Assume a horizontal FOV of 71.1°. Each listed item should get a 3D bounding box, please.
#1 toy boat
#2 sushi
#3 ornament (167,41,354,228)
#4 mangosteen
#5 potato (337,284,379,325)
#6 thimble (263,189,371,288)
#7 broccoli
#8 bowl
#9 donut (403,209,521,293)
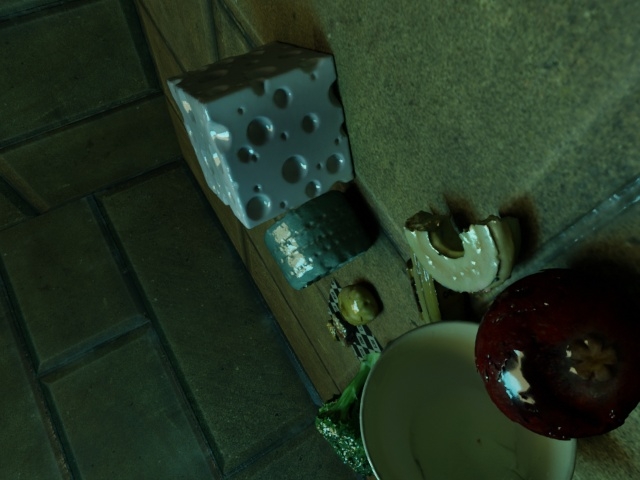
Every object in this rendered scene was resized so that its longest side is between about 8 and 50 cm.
[{"bbox_3d":[0.177,0.065,0.719,0.088,0.068,0.226,32,145,65],"label":"toy boat"},{"bbox_3d":[0.075,0.276,1.364,0.264,0.050,0.290,55,161,23],"label":"sushi"},{"bbox_3d":[-0.110,-0.211,0.853,0.239,0.239,0.240,40,151,49],"label":"ornament"},{"bbox_3d":[0.244,0.113,0.466,0.166,0.166,0.180,58,-167,15],"label":"mangosteen"},{"bbox_3d":[0.088,0.160,1.106,0.107,0.080,0.170,51,161,-1],"label":"potato"},{"bbox_3d":[0.000,0.000,0.936,0.143,0.198,0.235,59,-158,4],"label":"thimble"},{"bbox_3d":[0.142,0.415,1.080,0.308,0.307,0.275,116,159,-69],"label":"broccoli"},{"bbox_3d":[0.201,0.267,0.647,0.277,0.277,0.145,52,172,32],"label":"bowl"},{"bbox_3d":[0.191,0.011,0.583,0.166,0.065,0.108,2,120,59],"label":"donut"}]
